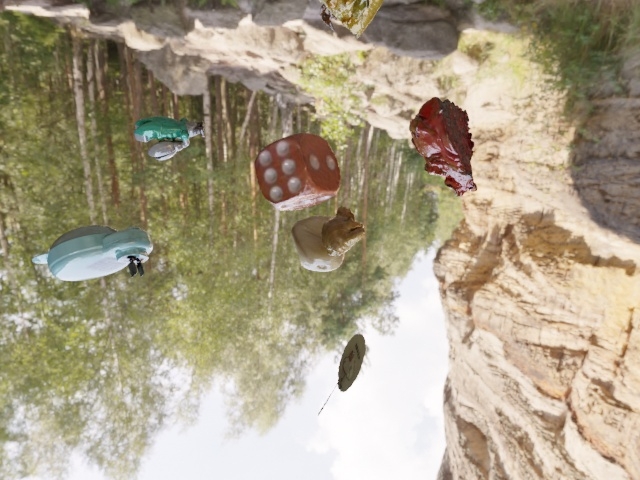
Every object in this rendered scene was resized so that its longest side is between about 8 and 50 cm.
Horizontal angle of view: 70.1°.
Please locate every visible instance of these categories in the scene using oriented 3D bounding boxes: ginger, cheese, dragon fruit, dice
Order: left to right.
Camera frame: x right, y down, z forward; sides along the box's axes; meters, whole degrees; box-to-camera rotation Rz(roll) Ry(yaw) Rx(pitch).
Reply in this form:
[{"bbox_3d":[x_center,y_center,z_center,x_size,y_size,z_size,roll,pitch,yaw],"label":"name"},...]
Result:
[{"bbox_3d":[-0.060,-0.189,1.261,0.174,0.174,0.179,-17,171,30],"label":"dice"},{"bbox_3d":[0.000,0.000,1.690,0.218,0.117,0.235,-40,-108,-22],"label":"cheese"},{"bbox_3d":[0.066,-0.032,1.539,0.102,0.157,0.216,33,-164,-26],"label":"ginger"},{"bbox_3d":[0.412,-0.312,1.636,0.228,0.329,0.286,-14,173,35],"label":"dragon fruit"}]

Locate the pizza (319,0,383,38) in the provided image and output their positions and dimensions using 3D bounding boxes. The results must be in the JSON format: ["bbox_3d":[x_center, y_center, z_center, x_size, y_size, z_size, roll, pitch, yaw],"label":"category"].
[{"bbox_3d":[0.082,-0.516,0.765,0.087,0.268,0.258,50,-160,26],"label":"pizza"}]

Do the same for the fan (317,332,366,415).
[{"bbox_3d":[0.066,0.435,1.434,0.009,0.329,0.190,23,-163,-13],"label":"fan"}]

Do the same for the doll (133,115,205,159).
[{"bbox_3d":[-0.601,-0.411,1.810,0.258,0.153,0.195,15,-133,7],"label":"doll"}]

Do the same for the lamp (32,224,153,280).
[{"bbox_3d":[-0.599,0.033,1.240,0.284,0.147,0.209,-2,171,8],"label":"lamp"}]

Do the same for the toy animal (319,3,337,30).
[{"bbox_3d":[0.040,-0.590,1.042,0.244,0.087,0.260,26,175,40],"label":"toy animal"}]
